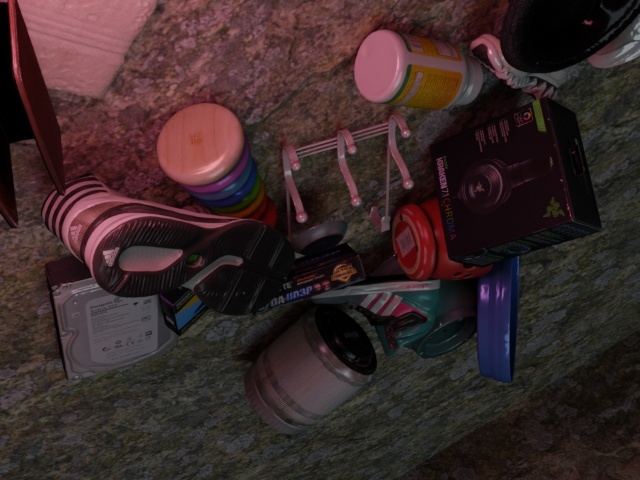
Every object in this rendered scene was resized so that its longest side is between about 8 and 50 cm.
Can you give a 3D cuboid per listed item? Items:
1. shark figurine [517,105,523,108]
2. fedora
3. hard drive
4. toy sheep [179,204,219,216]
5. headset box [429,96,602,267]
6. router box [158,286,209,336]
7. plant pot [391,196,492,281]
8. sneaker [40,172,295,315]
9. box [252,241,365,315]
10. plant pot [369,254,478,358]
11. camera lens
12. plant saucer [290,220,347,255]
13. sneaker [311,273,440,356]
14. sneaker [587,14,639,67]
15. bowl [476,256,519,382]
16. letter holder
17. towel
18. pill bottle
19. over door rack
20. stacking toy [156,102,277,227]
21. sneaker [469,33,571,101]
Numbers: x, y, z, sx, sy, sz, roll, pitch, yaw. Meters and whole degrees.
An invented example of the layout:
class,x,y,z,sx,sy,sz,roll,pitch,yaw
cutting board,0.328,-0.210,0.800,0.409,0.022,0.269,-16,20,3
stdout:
class,x,y,z,sx,sy,sz,roll,pitch,yaw
shark figurine,0.443,-0.167,1.761,0.166,0.116,0.278,-42,144,23
fedora,0.390,-0.430,1.297,0.334,0.152,0.334,-20,148,-13
hard drive,-0.390,0.138,1.592,0.237,0.064,0.339,-15,145,-22
toy sheep,-0.221,-0.022,1.475,0.132,0.091,0.091,-3,140,-41
headset box,0.375,-0.106,1.578,0.283,0.246,0.131,-20,160,38
router box,-0.227,0.083,1.579,0.179,0.046,0.133,-46,160,-26
plant pot,0.259,-0.001,1.778,0.174,0.191,0.191,-11,145,-20
sneaker,-0.244,-0.018,1.335,0.447,0.257,0.169,15,105,-55
box,-0.035,0.071,1.570,0.220,0.051,0.175,-18,-171,-3
plant pot,0.269,0.161,2.012,0.293,0.196,0.293,-21,148,-13
camera lens,-0.020,0.304,1.967,0.274,0.219,0.219,-43,146,22
plant saucer,0.000,0.000,1.574,0.119,0.021,0.119,-20,162,-7
sneaker,0.124,0.171,1.861,0.295,0.178,0.124,-3,-173,6
sneaker,0.582,-0.451,1.489,0.152,0.114,0.305,25,117,-37
bowl,0.425,0.141,1.971,0.077,0.391,0.391,2,152,16
letter holder,-0.403,-0.115,0.992,0.152,0.214,0.302,-10,158,-11
towel,-0.362,-0.277,1.033,0.282,0.049,0.187,8,135,-43
pill bottle,0.169,-0.279,1.378,0.208,0.117,0.117,-1,139,-38
over door rack,0.046,-0.079,1.579,0.239,0.108,0.324,-17,147,-16
stacking toy,-0.150,-0.089,1.396,0.141,0.141,0.330,-29,152,1
sneaker,0.367,-0.332,1.483,0.292,0.110,0.118,4,129,-53
